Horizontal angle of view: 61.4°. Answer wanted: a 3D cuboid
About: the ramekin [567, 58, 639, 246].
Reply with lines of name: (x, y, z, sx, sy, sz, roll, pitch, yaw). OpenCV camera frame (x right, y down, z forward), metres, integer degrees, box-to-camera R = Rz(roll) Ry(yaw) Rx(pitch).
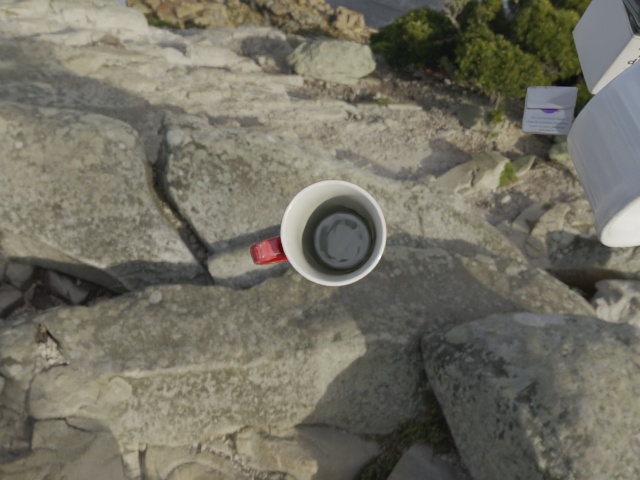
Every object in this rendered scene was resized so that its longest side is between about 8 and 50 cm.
ramekin: (0.419, -0.113, 0.591, 0.277, 0.277, 0.135, -7, 66, -20)

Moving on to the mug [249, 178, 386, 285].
mug: (0.004, -0.009, 0.653, 0.150, 0.113, 0.169, 14, -1, 7)

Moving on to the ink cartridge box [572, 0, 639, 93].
ink cartridge box: (0.659, -0.426, 0.893, 0.285, 0.395, 0.166, 1, 66, -3)

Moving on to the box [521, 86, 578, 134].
box: (0.357, -0.199, 0.851, 0.067, 0.063, 0.324, 9, 14, 20)
